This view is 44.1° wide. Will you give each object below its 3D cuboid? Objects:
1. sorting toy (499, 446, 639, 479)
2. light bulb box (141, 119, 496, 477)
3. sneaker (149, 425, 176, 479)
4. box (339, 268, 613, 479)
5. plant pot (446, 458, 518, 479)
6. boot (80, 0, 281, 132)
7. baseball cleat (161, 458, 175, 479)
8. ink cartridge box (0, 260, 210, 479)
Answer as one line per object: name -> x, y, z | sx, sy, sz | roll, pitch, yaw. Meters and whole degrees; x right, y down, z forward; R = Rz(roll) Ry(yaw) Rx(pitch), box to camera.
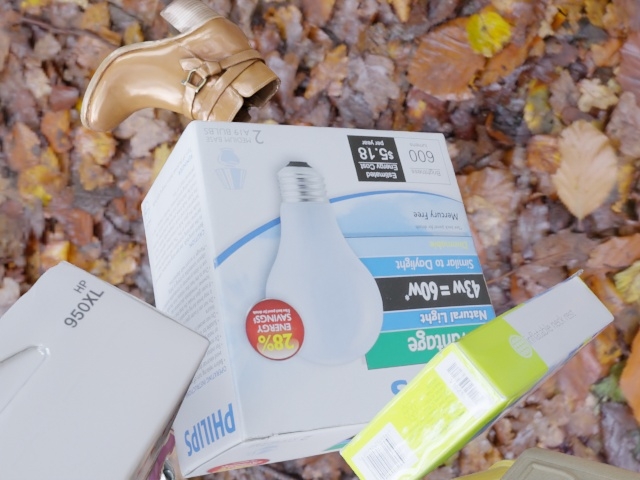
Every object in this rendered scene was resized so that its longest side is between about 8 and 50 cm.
sorting toy -> 0.239, 0.271, 0.636 | 0.307, 0.229, 0.041 | 0, 118, 54
light bulb box -> -0.002, 0.069, 0.975 | 0.225, 0.358, 0.360 | -43, 54, 55
sneaker -> -0.293, 0.370, 1.283 | 0.102, 0.282, 0.161 | -18, 71, 1
box -> 0.101, 0.080, 0.467 | 0.042, 0.178, 0.109 | 51, 126, 19
plant pot -> 0.371, 0.597, 1.685 | 0.254, 0.239, 0.253 | -173, 90, -67
boot -> -0.219, -0.225, 1.241 | 0.283, 0.109, 0.220 | -44, 76, -5
baseball cleat -> -0.381, 0.563, 1.781 | 0.110, 0.072, 0.205 | 10, 120, 15
ink cartridge box -> -0.275, 0.258, 0.735 | 0.166, 0.285, 0.394 | 28, 132, 0
